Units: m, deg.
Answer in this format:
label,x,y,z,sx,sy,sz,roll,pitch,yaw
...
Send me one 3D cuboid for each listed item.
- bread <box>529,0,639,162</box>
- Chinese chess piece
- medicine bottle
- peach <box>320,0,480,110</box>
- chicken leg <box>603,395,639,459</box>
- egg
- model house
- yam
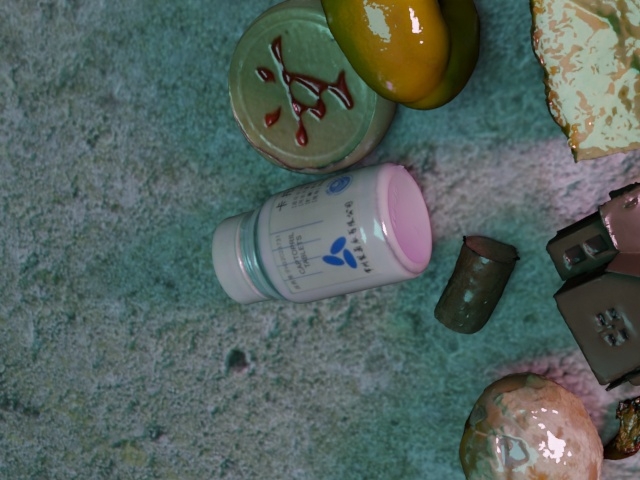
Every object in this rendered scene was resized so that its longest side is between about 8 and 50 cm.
label,x,y,z,sx,sy,sz,roll,pitch,yaw
bread,0.360,-0.253,1.110,0.207,0.279,0.279,-10,98,26
Chinese chess piece,-0.010,-0.218,1.400,0.249,0.103,0.250,8,109,23
medicine bottle,0.000,0.000,1.416,0.292,0.170,0.170,-15,97,30
peach,0.104,-0.279,1.237,0.153,0.251,0.251,-20,95,36
chicken leg,0.418,0.268,1.360,0.062,0.037,0.145,44,120,34
egg,0.285,0.293,1.345,0.194,0.195,0.233,4,120,25
model house,0.422,0.023,1.186,0.243,0.211,0.204,-30,92,35
yam,0.217,0.060,1.380,0.084,0.084,0.127,28,119,17
